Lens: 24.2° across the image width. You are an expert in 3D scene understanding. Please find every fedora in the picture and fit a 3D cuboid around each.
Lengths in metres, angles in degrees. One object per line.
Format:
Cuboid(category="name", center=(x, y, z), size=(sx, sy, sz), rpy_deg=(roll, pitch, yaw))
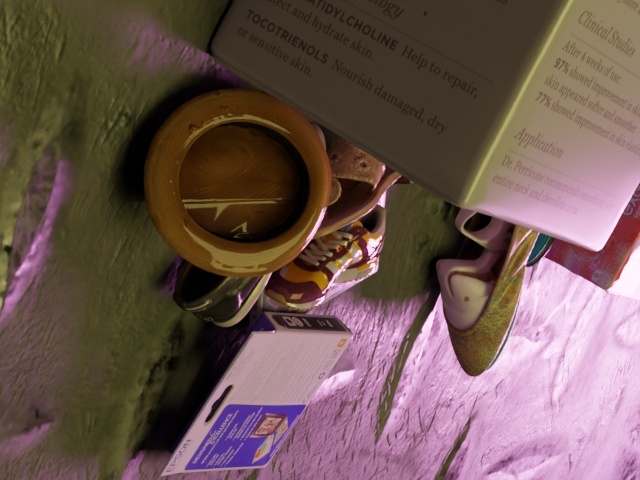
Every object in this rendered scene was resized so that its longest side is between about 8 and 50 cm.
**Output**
Cuboid(category="fedora", center=(-0.087, -0.056, 1.442), size=(0.194, 0.079, 0.194), rpy_deg=(-2, 94, -26))

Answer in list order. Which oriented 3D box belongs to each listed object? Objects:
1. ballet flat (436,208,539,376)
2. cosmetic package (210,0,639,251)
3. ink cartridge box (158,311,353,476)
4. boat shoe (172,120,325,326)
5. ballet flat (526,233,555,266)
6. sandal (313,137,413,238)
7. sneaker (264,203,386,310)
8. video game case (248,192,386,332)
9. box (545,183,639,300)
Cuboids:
Cuboid(category="ballet flat", center=(0.213, 0.013, 1.919), size=(0.123, 0.123, 0.348), rpy_deg=(-7, 123, -51))
Cuboid(category="cosmetic package", center=(0.177, -0.248, 1.432), size=(0.329, 0.327, 0.393), rpy_deg=(16, 105, -57))
Cuboid(category="ink cartridge box", center=(-0.080, 0.173, 1.686), size=(0.206, 0.045, 0.208), rpy_deg=(-56, 151, 15))
Cuboid(category="boat shoe", center=(-0.071, -0.023, 1.522), size=(0.079, 0.084, 0.233), rpy_deg=(27, 94, -47))
Cuboid(category="ballet flat", center=(0.309, -0.058, 2.009), size=(0.074, 0.074, 0.203), rpy_deg=(-18, 129, -45))
Cuboid(category="sandal", center=(0.035, -0.076, 1.607), size=(0.240, 0.088, 0.079), rpy_deg=(-30, 107, -44))
Cuboid(category="sneaker", center=(0.005, 0.011, 1.625), size=(0.185, 0.069, 0.084), rpy_deg=(-29, 141, -51))
Cuboid(category="video game case", center=(0.000, 0.000, 1.690), size=(0.201, 0.023, 0.183), rpy_deg=(-29, 138, -37))
Cuboid(category="box", center=(0.446, -0.079, 2.102), size=(0.154, 0.142, 0.300), rpy_deg=(12, 107, -56))
